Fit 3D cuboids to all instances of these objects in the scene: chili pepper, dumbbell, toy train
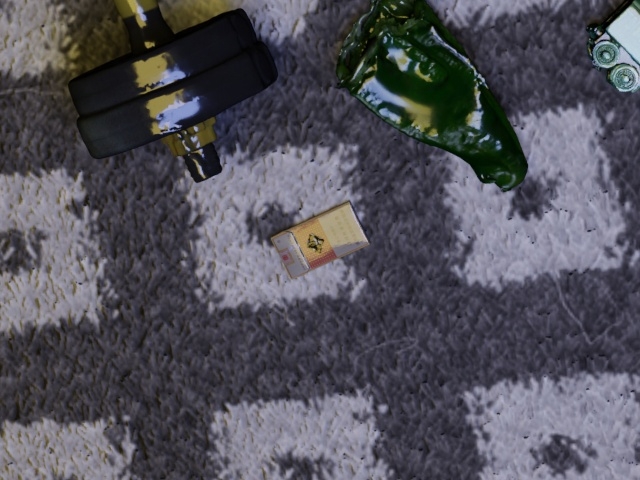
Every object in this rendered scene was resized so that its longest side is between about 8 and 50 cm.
[{"bbox_3d":[0.104,-0.127,1.542,0.108,0.062,0.216,-40,95,22],"label":"chili pepper"},{"bbox_3d":[-0.171,-0.233,1.496,0.185,0.185,0.388,-20,100,13],"label":"dumbbell"},{"bbox_3d":[0.297,-0.147,1.516,0.148,0.038,0.071,44,103,-2],"label":"toy train"}]

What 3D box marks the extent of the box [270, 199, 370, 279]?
[{"bbox_3d":[0.000,0.000,1.611,0.083,0.012,0.046,-25,99,12],"label":"box"}]
